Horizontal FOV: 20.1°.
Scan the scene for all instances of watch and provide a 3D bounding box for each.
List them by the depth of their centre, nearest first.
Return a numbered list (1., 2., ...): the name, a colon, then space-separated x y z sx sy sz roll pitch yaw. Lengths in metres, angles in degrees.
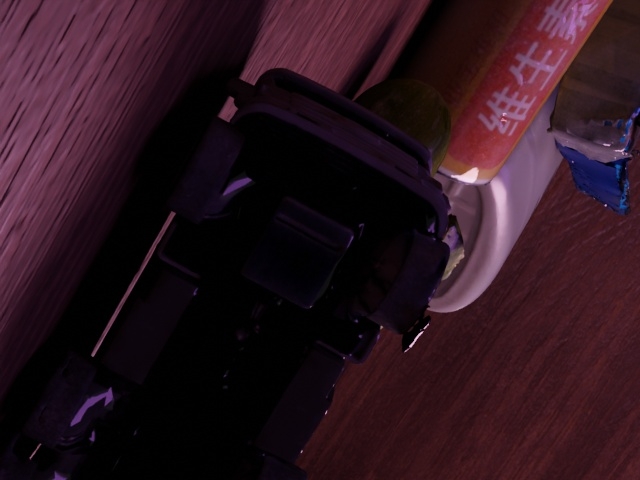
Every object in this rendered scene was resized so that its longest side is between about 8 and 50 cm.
1. watch: 0.240 -0.166 1.297 0.274 0.068 0.276 25 82 -75

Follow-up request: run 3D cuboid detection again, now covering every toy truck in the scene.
1. toy truck: -0.047 0.056 0.706 0.253 0.114 0.124 -59 -172 19

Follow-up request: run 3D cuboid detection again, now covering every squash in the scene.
1. squash: 0.000 0.000 1.016 0.229 0.066 0.066 -56 175 -17

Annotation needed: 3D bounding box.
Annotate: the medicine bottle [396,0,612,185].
1. medicine bottle: 0.179 -0.225 1.107 0.426 0.108 0.108 -59 175 26

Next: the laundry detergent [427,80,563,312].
1. laundry detergent: 0.179 -0.150 1.478 0.398 0.125 0.264 -56 173 -28

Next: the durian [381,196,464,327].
1. durian: 0.024 0.020 1.223 0.137 0.095 0.220 -40 172 -8
